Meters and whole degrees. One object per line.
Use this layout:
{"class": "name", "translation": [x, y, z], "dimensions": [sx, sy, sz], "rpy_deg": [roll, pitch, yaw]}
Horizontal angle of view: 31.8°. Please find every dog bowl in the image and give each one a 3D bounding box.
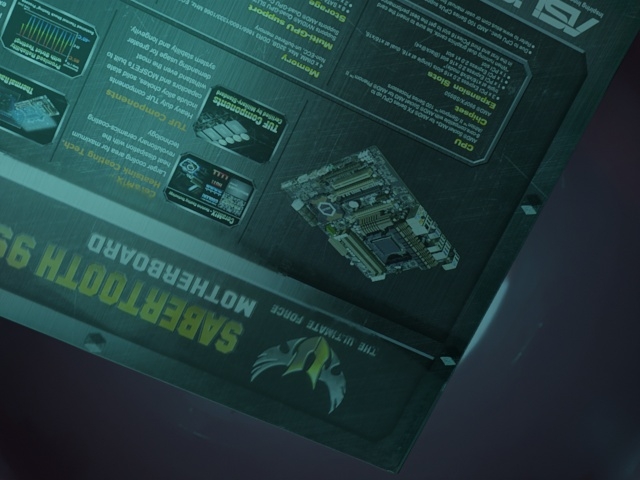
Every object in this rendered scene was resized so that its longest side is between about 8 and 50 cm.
{"class": "dog bowl", "translation": [0.000, 0.000, 0.492], "dimensions": [0.408, 0.150, 0.408], "rpy_deg": [-2, 105, -7]}

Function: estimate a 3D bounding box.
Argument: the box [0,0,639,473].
{"class": "box", "translation": [-0.037, -0.049, 0.367], "dimensions": [0.231, 0.056, 0.183], "rpy_deg": [23, 103, -12]}
